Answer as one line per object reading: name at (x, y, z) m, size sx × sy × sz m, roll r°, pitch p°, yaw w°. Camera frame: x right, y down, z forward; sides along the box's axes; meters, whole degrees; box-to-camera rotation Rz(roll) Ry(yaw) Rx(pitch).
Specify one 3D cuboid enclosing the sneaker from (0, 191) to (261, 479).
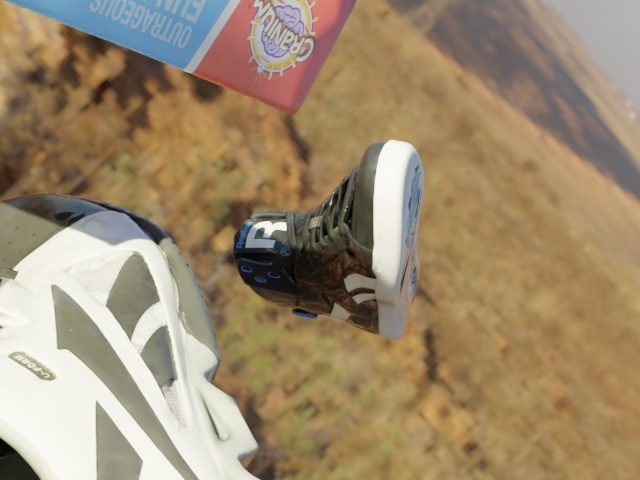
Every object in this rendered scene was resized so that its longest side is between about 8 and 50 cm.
sneaker at (-0.118, 0.063, 0.672) m, size 0.146 × 0.122 × 0.330 m, roll 17°, pitch 18°, yaw -33°

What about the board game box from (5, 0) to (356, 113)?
board game box at (-0.170, -0.166, 0.724) m, size 0.316 × 0.064 × 0.242 m, roll 31°, pitch 7°, yaw 28°

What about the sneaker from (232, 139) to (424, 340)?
sneaker at (0.000, 0.000, 1.127) m, size 0.121 × 0.079 × 0.217 m, roll 11°, pitch -26°, yaw 8°
